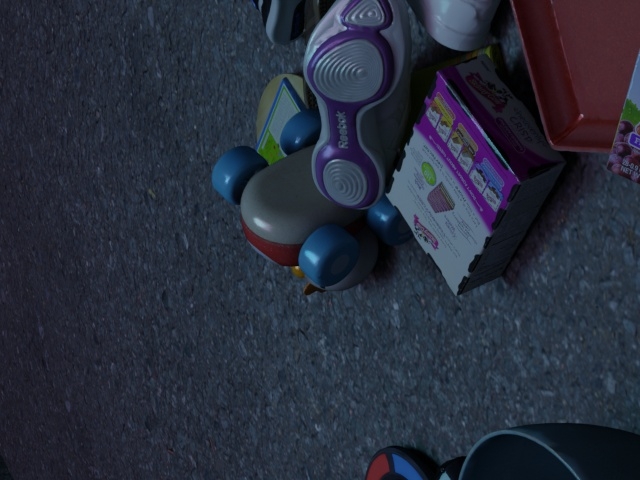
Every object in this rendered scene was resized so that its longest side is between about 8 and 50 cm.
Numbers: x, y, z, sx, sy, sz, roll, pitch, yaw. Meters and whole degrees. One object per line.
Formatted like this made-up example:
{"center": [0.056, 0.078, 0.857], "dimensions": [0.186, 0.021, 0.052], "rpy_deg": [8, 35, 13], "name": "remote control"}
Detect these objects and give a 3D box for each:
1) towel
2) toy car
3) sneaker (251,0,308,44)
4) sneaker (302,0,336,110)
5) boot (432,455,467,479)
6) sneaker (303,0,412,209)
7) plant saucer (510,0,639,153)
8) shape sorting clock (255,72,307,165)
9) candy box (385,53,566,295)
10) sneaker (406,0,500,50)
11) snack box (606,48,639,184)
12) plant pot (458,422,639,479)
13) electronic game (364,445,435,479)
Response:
{"center": [0.149, -0.157, 1.791], "dimensions": [0.237, 0.021, 0.102], "rpy_deg": [-9, 89, 64], "name": "towel"}
{"center": [0.000, 0.000, 1.974], "dimensions": [0.219, 0.210, 0.238], "rpy_deg": [42, 150, 34], "name": "toy car"}
{"center": [-0.053, -0.370, 2.031], "dimensions": [0.121, 0.079, 0.217], "rpy_deg": [62, 151, 27], "name": "sneaker"}
{"center": [0.010, -0.257, 1.995], "dimensions": [0.071, 0.066, 0.188], "rpy_deg": [-115, 30, -61], "name": "sneaker"}
{"center": [0.203, 0.330, 1.798], "dimensions": [0.207, 0.094, 0.246], "rpy_deg": [54, 151, 33], "name": "boot"}
{"center": [0.049, -0.186, 1.777], "dimensions": [0.305, 0.114, 0.152], "rpy_deg": [97, -167, -44], "name": "sneaker"}
{"center": [0.275, -0.209, 1.446], "dimensions": [0.258, 0.047, 0.259], "rpy_deg": [11, 120, 62], "name": "plant saucer"}
{"center": [-0.028, -0.128, 2.128], "dimensions": [0.206, 0.040, 0.206], "rpy_deg": [26, 120, 55], "name": "shape sorting clock"}
{"center": [0.165, -0.068, 1.698], "dimensions": [0.159, 0.071, 0.233], "rpy_deg": [57, 152, 22], "name": "candy box"}
{"center": [0.115, -0.366, 1.686], "dimensions": [0.292, 0.108, 0.169], "rpy_deg": [52, 143, 25], "name": "sneaker"}
{"center": [0.348, -0.120, 1.280], "dimensions": [0.174, 0.070, 0.207], "rpy_deg": [27, 129, 24], "name": "snack box"}
{"center": [0.291, 0.304, 1.501], "dimensions": [0.290, 0.195, 0.290], "rpy_deg": [35, 131, 55], "name": "plant pot"}
{"center": [0.120, 0.384, 2.042], "dimensions": [0.229, 0.048, 0.229], "rpy_deg": [36, 133, 53], "name": "electronic game"}
